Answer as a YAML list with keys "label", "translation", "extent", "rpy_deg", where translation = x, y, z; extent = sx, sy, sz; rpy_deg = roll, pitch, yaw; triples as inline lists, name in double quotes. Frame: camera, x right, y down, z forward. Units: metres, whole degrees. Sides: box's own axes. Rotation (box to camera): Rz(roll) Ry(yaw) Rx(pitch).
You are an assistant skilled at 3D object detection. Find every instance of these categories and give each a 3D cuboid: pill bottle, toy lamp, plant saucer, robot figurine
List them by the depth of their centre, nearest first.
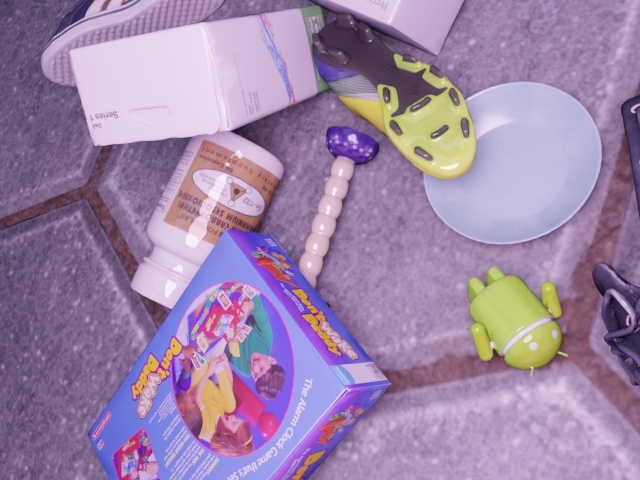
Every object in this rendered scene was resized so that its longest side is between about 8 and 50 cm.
- label: "robot figurine"
  translation: [0.199, 0.083, 0.690]
  extent: [0.101, 0.067, 0.115]
  rpy_deg: [-27, 59, -10]
- label: "plant saucer"
  translation: [0.214, -0.084, 0.758]
  extent: [0.195, 0.037, 0.195]
  rpy_deg: [-9, 70, 25]
- label: "toy lamp"
  translation: [0.000, 0.000, 0.821]
  extent: [0.080, 0.080, 0.275]
  rpy_deg: [15, 79, 31]
- label: "pill bottle"
  translation: [-0.150, -0.023, 0.875]
  extent: [0.131, 0.131, 0.229]
  rpy_deg: [23, 85, 32]

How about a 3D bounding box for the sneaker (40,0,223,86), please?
- label: "sneaker"
  translation: [-0.312, -0.371, 1.087]
  extent: [0.321, 0.126, 0.127]
  rpy_deg: [-27, 67, 5]

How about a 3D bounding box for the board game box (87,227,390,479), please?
- label: "board game box"
  translation: [-0.113, 0.195, 0.761]
  extent: [0.347, 0.078, 0.233]
  rpy_deg: [-53, 57, 20]

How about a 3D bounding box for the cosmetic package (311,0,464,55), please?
- label: "cosmetic package"
  translation: [0.083, -0.388, 0.845]
  extent: [0.224, 0.138, 0.225]
  rpy_deg: [34, 108, 32]

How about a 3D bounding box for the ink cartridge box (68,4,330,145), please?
- label: "ink cartridge box"
  translation: [-0.134, -0.212, 0.841]
  extent: [0.201, 0.278, 0.117]
  rpy_deg: [-1, 110, 28]

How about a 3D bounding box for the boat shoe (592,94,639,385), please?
- label: "boat shoe"
  translation: [0.318, 0.072, 0.571]
  extent: [0.156, 0.187, 0.500]
  rpy_deg: [-1, 67, 33]

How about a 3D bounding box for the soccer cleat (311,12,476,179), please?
- label: "soccer cleat"
  translation: [0.092, -0.164, 0.802]
  extent: [0.093, 0.121, 0.289]
  rpy_deg: [-38, 56, -1]
